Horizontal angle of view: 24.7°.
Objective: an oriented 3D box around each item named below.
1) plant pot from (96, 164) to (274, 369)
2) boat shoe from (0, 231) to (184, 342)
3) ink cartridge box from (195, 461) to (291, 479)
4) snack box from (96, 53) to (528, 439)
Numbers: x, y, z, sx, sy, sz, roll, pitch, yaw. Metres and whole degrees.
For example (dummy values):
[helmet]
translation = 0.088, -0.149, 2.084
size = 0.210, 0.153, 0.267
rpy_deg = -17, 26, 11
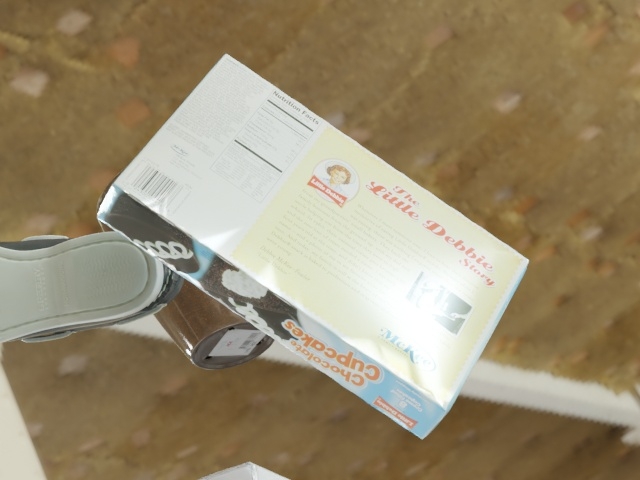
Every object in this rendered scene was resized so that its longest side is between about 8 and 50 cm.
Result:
[plant pot]
translation = -0.137, 0.032, 1.780
size = 0.215, 0.230, 0.215
rpy_deg = -17, -30, -10
[boat shoe]
translation = -0.281, 0.050, 1.430
size = 0.303, 0.114, 0.091
rpy_deg = -1, -7, 16
[ink cartridge box]
translation = -0.043, 0.339, 1.525
size = 0.092, 0.158, 0.218
rpy_deg = -21, -31, 22
[snack box]
translation = 0.000, 0.000, 1.221
size = 0.187, 0.322, 0.060
rpy_deg = -55, -1, -39
